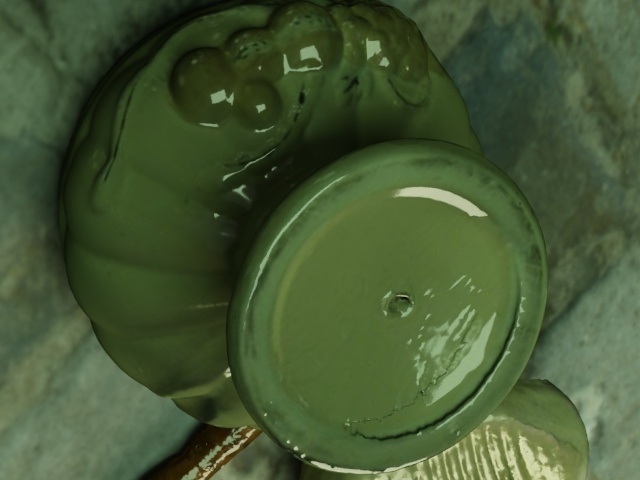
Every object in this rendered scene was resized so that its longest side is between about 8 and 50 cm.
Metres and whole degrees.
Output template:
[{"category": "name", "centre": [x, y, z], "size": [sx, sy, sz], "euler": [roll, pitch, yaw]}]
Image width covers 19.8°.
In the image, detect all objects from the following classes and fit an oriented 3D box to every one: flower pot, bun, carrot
[{"category": "flower pot", "centre": [0.000, 0.000, 1.185], "size": [0.307, 0.244, 0.307], "euler": [-11, 115, -24]}, {"category": "bun", "centre": [0.082, 0.173, 1.375], "size": [0.237, 0.116, 0.210], "euler": [-34, 126, 7]}, {"category": "carrot", "centre": [-0.087, 0.158, 1.332], "size": [0.165, 0.035, 0.036], "euler": [-43, 123, -2]}]
